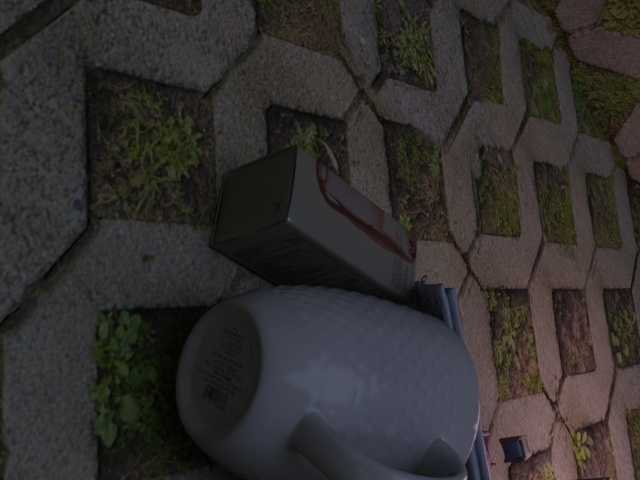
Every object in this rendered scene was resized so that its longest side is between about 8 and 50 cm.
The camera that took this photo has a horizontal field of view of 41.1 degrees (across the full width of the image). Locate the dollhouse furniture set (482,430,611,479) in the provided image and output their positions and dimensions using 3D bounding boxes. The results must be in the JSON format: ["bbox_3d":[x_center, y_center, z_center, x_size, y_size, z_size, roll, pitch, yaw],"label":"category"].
[{"bbox_3d":[0.357,0.466,1.429,0.198,0.303,0.287,-1,78,-53],"label":"dollhouse furniture set"}]

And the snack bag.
[{"bbox_3d":[0.186,0.217,1.346,0.342,0.037,0.323,180,-101,-85],"label":"snack bag"}]

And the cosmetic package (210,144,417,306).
[{"bbox_3d":[0.000,0.000,1.264,0.296,0.153,0.129,35,51,-42],"label":"cosmetic package"}]

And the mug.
[{"bbox_3d":[0.022,0.210,1.054,0.328,0.374,0.276,20,100,-41],"label":"mug"}]
